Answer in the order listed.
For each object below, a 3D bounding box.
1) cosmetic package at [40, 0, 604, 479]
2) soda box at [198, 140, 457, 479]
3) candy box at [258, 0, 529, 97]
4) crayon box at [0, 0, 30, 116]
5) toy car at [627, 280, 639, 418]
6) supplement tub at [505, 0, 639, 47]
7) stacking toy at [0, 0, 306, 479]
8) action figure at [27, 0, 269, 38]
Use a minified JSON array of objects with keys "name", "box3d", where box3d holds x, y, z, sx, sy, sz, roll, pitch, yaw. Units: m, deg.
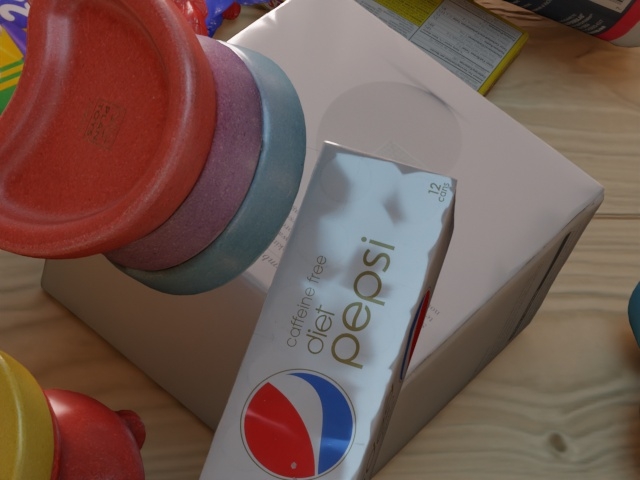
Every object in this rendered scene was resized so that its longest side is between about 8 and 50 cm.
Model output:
[{"name":"cosmetic package","box3d":[0.000,0.000,1.121,0.224,0.138,0.225,39,47,14]},{"name":"soda box","box3d":[0.001,0.066,0.946,0.074,0.069,0.216,17,70,8]},{"name":"candy box","box3d":[0.038,-0.165,1.362,0.206,0.027,0.105,32,46,8]},{"name":"crayon box","box3d":[-0.306,-0.116,1.150,0.323,0.083,0.203,-2,51,-22]},{"name":"toy car","box3d":[0.335,0.109,1.156,0.238,0.210,0.219,36,25,-27]},{"name":"supplement tub","box3d":[0.145,-0.266,1.362,0.272,0.191,0.191,20,45,-12]},{"name":"stacking toy","box3d":[-0.151,0.003,1.009,0.279,0.309,0.130,35,9,40]},{"name":"action figure","box3d":[-0.107,-0.169,1.182,0.139,0.091,0.280,54,23,-11]}]
